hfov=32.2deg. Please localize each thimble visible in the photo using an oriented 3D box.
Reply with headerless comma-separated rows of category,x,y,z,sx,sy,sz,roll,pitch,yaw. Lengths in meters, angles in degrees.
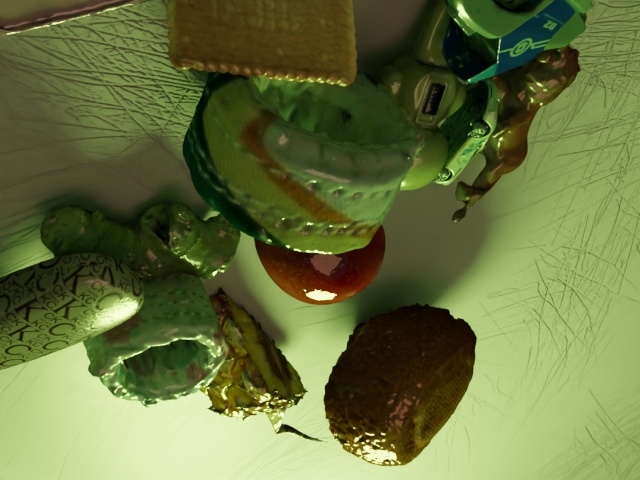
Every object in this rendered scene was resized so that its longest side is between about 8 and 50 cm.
thimble,-0.251,0.138,1.633,0.211,0.149,0.185,-1,137,-32
thimble,-0.019,-0.118,1.374,0.288,0.254,0.167,16,128,-19

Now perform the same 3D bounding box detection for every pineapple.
pineapple,-0.130,0.244,1.824,0.161,0.158,0.334,-30,144,3

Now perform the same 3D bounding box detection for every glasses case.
glasses case,-0.400,0.104,1.492,0.354,0.085,0.137,-20,149,22

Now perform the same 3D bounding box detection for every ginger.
ginger,-0.245,-0.003,1.527,0.290,0.089,0.137,0,153,-26

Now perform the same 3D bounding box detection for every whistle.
whistle,0.124,-0.196,1.520,0.141,0.141,0.294,6,101,-37

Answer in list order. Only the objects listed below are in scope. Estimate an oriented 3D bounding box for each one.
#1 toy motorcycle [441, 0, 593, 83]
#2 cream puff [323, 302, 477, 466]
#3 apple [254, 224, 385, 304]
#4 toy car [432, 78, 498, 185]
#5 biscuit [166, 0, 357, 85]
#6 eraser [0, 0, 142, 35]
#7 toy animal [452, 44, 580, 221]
toy motorcycle,0.213,-0.304,1.362,0.200,0.191,0.326,-42,145,9
cream puff,0.126,0.241,1.922,0.303,0.212,0.303,-46,153,-32
apple,0.000,0.000,1.605,0.181,0.181,0.168,-30,143,3
toy car,0.207,-0.149,1.564,0.058,0.093,0.186,15,141,-18
biscuit,-0.066,-0.265,1.290,0.249,0.160,0.030,-1,175,-33
eraser,-0.268,-0.378,1.034,0.272,0.122,0.359,-18,141,-14
toy animal,0.285,-0.176,1.648,0.157,0.097,0.312,-14,143,-28
